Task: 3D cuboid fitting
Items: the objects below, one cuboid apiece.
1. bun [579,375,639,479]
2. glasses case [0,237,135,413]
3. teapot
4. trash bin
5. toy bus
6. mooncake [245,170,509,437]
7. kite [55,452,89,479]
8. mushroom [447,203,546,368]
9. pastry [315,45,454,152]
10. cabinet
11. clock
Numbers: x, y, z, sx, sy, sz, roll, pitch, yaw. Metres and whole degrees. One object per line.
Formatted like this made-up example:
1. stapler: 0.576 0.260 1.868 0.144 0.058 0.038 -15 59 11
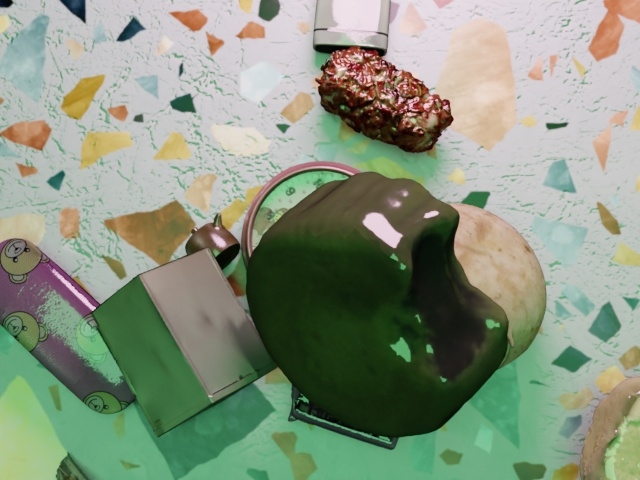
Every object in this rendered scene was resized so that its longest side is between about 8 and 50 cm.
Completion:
1. bun: 0.489 0.321 1.562 0.259 0.152 0.259 1 84 -10
2. glasses case: -0.389 0.128 1.647 0.316 0.076 0.123 43 89 5
3. teapot: -0.174 0.012 1.656 0.068 0.076 0.121 46 118 15
4. trash bin: 0.050 -0.355 1.684 0.116 0.059 0.129 4 84 2
5. toy bus: 0.039 0.243 1.617 0.178 0.087 0.098 19 92 2
6. mooncake: 0.075 0.086 1.466 0.351 0.351 0.187 43 48 5
7. kite: -0.386 0.474 1.592 0.314 0.011 0.335 -3 64 21
8. mushroom: 0.220 0.059 1.596 0.189 0.195 0.253 -31 80 -34
9. pastry: 0.093 -0.206 1.643 0.208 0.115 0.097 32 63 6
10. cabinet: -0.201 0.145 1.578 0.150 0.145 0.206 -36 82 41
11. clock: 0.000 0.000 1.655 0.244 0.056 0.244 0 86 4
